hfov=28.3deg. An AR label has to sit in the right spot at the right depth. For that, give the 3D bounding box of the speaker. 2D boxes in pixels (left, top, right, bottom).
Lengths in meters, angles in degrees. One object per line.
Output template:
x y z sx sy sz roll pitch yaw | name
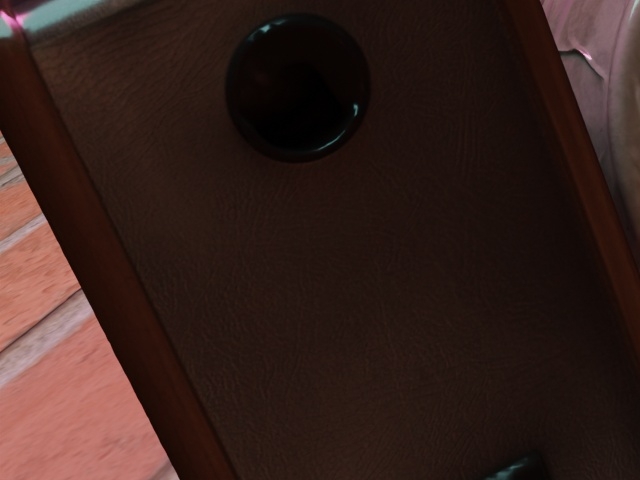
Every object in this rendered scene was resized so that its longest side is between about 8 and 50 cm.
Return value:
0.000 0.000 0.431 0.153 0.231 0.192 -26 17 -7 | speaker

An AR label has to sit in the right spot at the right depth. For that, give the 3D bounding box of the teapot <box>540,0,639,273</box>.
0.165 -0.059 0.512 0.221 0.163 0.178 -29 13 -19 | teapot
